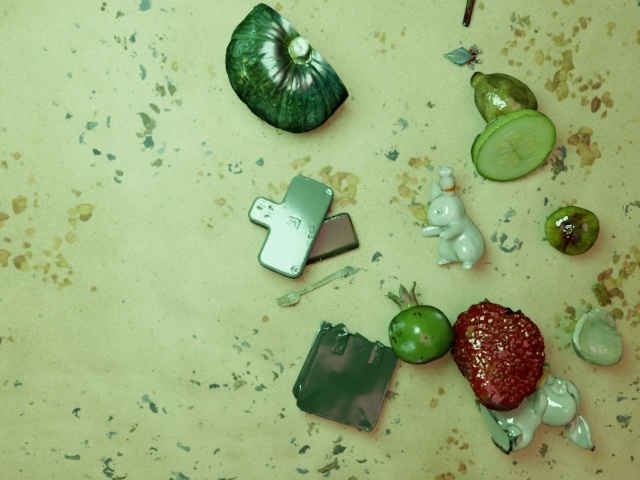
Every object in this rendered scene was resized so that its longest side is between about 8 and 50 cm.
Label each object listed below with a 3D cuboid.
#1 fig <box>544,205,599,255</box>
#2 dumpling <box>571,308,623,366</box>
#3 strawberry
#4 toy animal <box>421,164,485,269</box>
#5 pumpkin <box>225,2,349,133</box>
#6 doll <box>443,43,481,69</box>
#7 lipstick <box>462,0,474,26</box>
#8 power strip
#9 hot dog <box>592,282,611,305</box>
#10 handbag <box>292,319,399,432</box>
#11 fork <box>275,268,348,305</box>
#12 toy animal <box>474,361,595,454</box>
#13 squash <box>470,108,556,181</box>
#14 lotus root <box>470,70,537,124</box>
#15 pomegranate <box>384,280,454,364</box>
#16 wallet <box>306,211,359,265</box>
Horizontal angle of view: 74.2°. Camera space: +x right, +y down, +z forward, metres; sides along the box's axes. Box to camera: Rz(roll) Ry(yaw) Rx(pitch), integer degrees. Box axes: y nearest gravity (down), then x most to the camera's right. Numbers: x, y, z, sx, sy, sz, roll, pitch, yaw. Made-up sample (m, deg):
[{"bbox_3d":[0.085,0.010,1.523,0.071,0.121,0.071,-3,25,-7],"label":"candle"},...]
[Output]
[{"bbox_3d":[0.720,-0.027,1.211,0.135,0.121,0.153,-13,122,31],"label":"fig"},{"bbox_3d":[0.826,0.287,1.262,0.215,0.126,0.167,15,78,-5],"label":"dumpling"},{"bbox_3d":[0.489,0.307,1.152,0.260,0.258,0.261,-1,103,-5],"label":"strawberry"},{"bbox_3d":[0.344,-0.054,1.157,0.138,0.140,0.283,-35,103,-11],"label":"toy animal"},{"bbox_3d":[-0.096,-0.378,1.006,0.293,0.263,0.197,40,96,-9],"label":"pumpkin"},{"bbox_3d":[0.392,-0.504,1.162,0.114,0.039,0.057,-6,139,-15],"label":"doll"},{"bbox_3d":[0.415,-0.674,1.153,0.027,0.027,0.177,10,96,-8],"label":"lipstick"},{"bbox_3d":[-0.094,-0.050,1.119,0.193,0.059,0.265,23,81,0],"label":"power strip"},{"bbox_3d":[0.863,0.165,1.301,0.037,0.021,0.083,-24,102,17],"label":"hot dog"},{"bbox_3d":[0.075,0.381,1.197,0.247,0.079,0.260,22,90,-10],"label":"handbag"},{"bbox_3d":[-0.021,0.133,1.183,0.219,0.028,0.034,-23,95,-4],"label":"fork"},{"bbox_3d":[0.633,0.494,1.234,0.309,0.183,0.247,-15,103,-11],"label":"toy animal"},{"bbox_3d":[0.524,-0.249,1.141,0.219,0.041,0.219,-2,137,-2],"label":"squash"},{"bbox_3d":[0.491,-0.379,1.149,0.214,0.138,0.138,40,90,2],"label":"lotus root"},{"bbox_3d":[0.262,0.226,1.164,0.181,0.181,0.224,-18,77,-5],"label":"pomegranate"},{"bbox_3d":[0.000,0.000,1.170,0.197,0.031,0.110,-19,98,-4],"label":"wallet"}]
